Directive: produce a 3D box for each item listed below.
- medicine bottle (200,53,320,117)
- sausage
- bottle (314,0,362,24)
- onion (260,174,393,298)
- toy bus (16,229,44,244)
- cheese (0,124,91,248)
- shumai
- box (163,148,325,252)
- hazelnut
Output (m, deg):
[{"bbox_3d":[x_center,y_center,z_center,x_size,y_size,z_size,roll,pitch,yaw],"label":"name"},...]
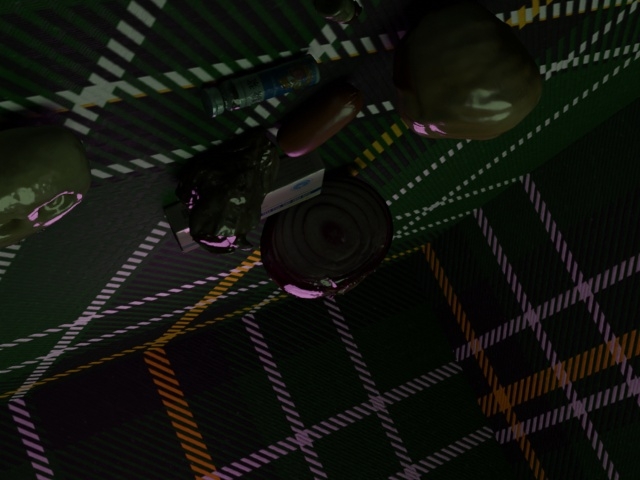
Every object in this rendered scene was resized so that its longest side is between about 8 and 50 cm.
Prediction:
[{"bbox_3d":[-0.093,-0.245,1.567,0.191,0.051,0.051,-22,169,-19],"label":"medicine bottle"},{"bbox_3d":[0.000,-0.222,1.831,0.197,0.076,0.076,-34,166,34],"label":"sausage"},{"bbox_3d":[0.029,-0.333,1.428,0.047,0.063,0.101,-57,164,11],"label":"bottle"},{"bbox_3d":[0.000,0.000,2.411,0.337,0.282,0.260,-36,176,-20],"label":"onion"},{"bbox_3d":[-0.509,-0.026,1.693,0.083,0.038,0.046,-27,165,2],"label":"toy bus"},{"bbox_3d":[-0.489,-0.059,1.330,0.328,0.129,0.351,-26,171,14],"label":"cheese"},{"bbox_3d":[-0.153,-0.076,1.875,0.218,0.185,0.184,-27,170,6],"label":"shumai"},{"bbox_3d":[-0.159,-0.086,2.140,0.343,0.065,0.200,-24,170,-8],"label":"box"},{"bbox_3d":[0.247,-0.286,1.666,0.241,0.261,0.261,-49,-176,-34],"label":"hazelnut"}]
